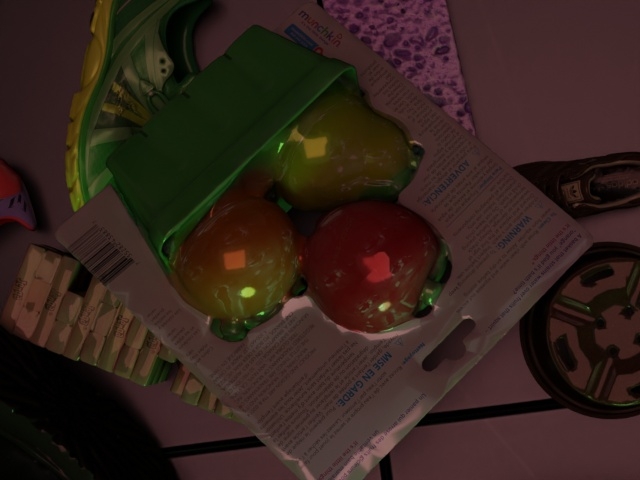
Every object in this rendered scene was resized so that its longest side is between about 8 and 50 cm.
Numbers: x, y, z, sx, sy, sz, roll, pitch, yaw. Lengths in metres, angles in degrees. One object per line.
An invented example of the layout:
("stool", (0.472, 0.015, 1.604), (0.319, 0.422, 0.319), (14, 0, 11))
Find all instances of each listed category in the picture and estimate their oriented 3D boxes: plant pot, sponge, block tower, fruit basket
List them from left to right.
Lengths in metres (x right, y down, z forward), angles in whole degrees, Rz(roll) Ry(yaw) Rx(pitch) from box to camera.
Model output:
("block tower", (-0.124, 0.100, 1.397), (0.335, 0.091, 0.097), (21, 90, 7))
("fruit basket", (0.000, 0.000, 1.301), (0.353, 0.165, 0.327), (43, 79, 12))
("sponge", (0.077, -0.156, 1.415), (0.117, 0.031, 0.210), (-13, 86, 7))
("plant pot", (0.260, 0.081, 1.312), (0.167, 0.165, 0.167), (0, 88, 7))

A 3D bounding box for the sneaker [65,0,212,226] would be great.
("sneaker", (-0.165, -0.119, 1.404), (0.123, 0.109, 0.295), (7, 88, 11))

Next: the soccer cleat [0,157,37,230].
("soccer cleat", (-0.395, 0.006, 1.444), (0.248, 0.083, 0.095), (-31, 88, 2))

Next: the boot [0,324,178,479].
("boot", (-0.318, 0.230, 1.387), (0.348, 0.131, 0.260), (42, 111, -16))

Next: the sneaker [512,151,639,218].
("sneaker", (0.223, -0.049, 1.370), (0.188, 0.071, 0.066), (-14, 85, 6))
